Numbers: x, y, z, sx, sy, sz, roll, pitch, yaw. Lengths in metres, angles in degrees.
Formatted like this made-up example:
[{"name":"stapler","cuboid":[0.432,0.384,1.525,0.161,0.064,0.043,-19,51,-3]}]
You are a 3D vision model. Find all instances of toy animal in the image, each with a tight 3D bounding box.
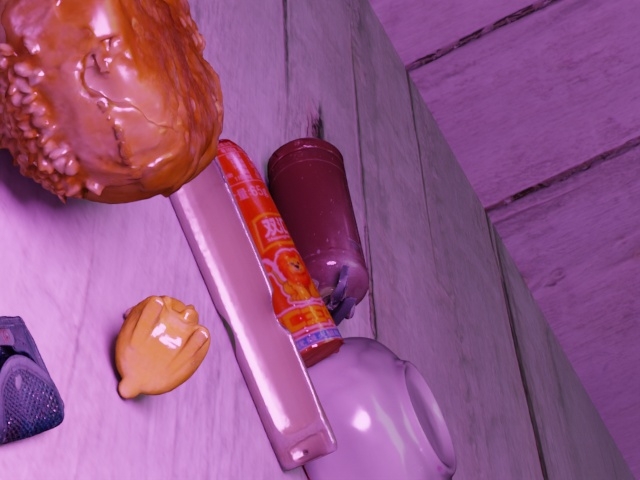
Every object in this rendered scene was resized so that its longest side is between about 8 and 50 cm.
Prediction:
[{"name":"toy animal","cuboid":[-0.132,0.080,1.514,0.070,0.083,0.159,35,6,-6]}]

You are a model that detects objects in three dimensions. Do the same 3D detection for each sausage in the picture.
[{"name":"sausage","cuboid":[-0.065,0.003,1.855,0.274,0.074,0.074,63,12,17]}]

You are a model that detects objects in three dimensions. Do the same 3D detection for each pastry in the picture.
[{"name":"pastry","cuboid":[-0.189,-0.143,1.451,0.311,0.162,0.255,-26,93,-79]}]

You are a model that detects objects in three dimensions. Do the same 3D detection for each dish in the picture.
[{"name":"dish","cuboid":[0.063,0.206,1.915,0.256,0.117,0.256,58,14,-25]}]

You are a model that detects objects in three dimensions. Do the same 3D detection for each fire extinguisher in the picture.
[{"name":"fire extinguisher","cuboid":[0.000,0.000,2.079,0.105,0.105,0.269,54,18,-42]}]

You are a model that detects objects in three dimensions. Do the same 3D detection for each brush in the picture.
[{"name":"brush","cuboid":[-0.069,0.066,1.783,0.050,0.060,0.321,52,15,-81]}]

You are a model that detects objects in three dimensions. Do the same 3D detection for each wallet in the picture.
[{"name":"wallet","cuboid":[-0.212,0.091,1.230,0.088,0.026,0.129,66,13,5]}]
